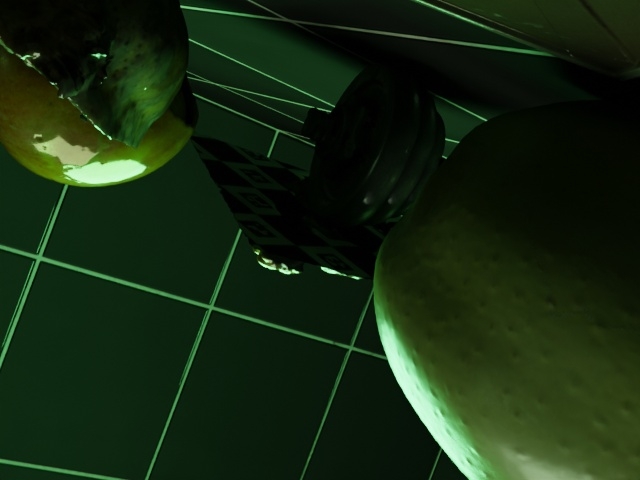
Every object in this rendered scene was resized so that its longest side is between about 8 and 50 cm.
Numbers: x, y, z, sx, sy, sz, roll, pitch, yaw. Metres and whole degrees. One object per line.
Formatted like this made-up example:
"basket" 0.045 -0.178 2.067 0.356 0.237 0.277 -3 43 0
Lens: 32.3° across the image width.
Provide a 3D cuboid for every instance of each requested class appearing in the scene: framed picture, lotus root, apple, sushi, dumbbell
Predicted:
"framed picture" 0.131 -0.138 0.624 0.184 0.016 0.250 20 -178 -3
"lotus root" -0.226 -0.216 0.914 0.267 0.149 0.260 38 176 -5
"apple" -0.234 -0.172 1.155 0.207 0.237 0.237 -2 -179 1
"sushi" 0.000 0.000 1.176 0.294 0.059 0.292 18 -161 -30
"dumbbell" 0.163 -0.053 1.173 0.406 0.179 0.179 20 -179 -23
"apple" 0.227 0.057 0.842 0.357 0.357 0.357 21 -179 0
